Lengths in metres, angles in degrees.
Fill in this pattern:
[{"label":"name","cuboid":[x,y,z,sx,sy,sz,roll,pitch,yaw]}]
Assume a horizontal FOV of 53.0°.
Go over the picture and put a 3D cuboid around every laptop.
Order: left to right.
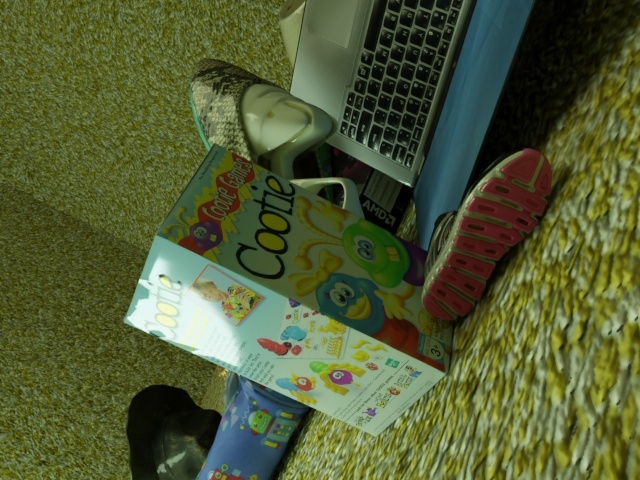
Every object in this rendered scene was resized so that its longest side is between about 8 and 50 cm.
[{"label":"laptop","cuboid":[0.069,-0.221,0.770,0.236,0.408,0.381,-27,-40,-46]}]

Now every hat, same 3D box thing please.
[{"label":"hat","cuboid":[-0.273,0.450,1.390,0.134,0.331,0.331,-17,26,17]}]

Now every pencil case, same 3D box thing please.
[{"label":"pencil case","cuboid":[-0.127,0.342,0.975,0.306,0.120,0.133,-63,0,6]}]

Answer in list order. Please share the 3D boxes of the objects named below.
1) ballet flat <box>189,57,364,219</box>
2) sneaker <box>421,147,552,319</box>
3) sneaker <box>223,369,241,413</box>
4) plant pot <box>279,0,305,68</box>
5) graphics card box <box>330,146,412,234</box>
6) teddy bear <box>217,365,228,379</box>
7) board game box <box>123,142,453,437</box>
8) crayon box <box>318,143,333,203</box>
[{"label":"ballet flat","cuboid":[-0.029,-0.060,0.843,0.182,0.164,0.482,-29,75,44]},{"label":"sneaker","cuboid":[0.137,-0.013,0.565,0.074,0.063,0.170,-88,20,-59]},{"label":"sneaker","cuboid":[-0.093,0.232,1.209,0.131,0.112,0.318,-3,71,33]},{"label":"plant pot","cuboid":[0.045,-0.360,1.073,0.284,0.191,0.284,-39,31,29]},{"label":"graphics card box","cuboid":[0.093,-0.174,1.106,0.233,0.094,0.370,-2,60,59]},{"label":"teddy bear","cuboid":[-0.090,0.185,1.434,0.337,0.113,0.245,-58,12,-21]},{"label":"board game box","cuboid":[-0.024,0.051,0.632,0.144,0.275,0.142,-57,10,43]},{"label":"crayon box","cuboid":[-0.063,-0.102,1.098,0.165,0.081,0.278,-42,31,31]}]
